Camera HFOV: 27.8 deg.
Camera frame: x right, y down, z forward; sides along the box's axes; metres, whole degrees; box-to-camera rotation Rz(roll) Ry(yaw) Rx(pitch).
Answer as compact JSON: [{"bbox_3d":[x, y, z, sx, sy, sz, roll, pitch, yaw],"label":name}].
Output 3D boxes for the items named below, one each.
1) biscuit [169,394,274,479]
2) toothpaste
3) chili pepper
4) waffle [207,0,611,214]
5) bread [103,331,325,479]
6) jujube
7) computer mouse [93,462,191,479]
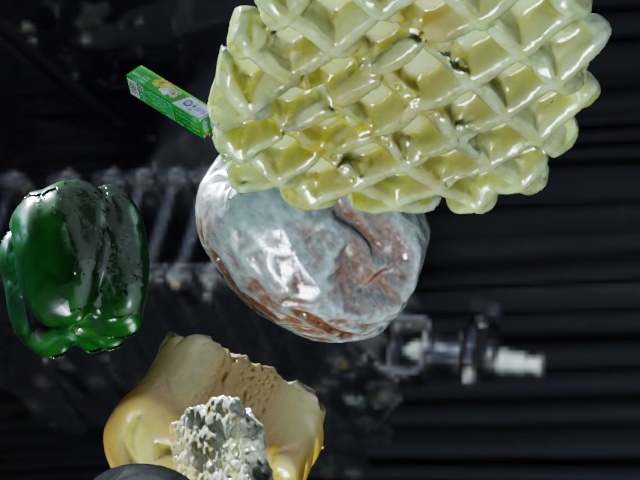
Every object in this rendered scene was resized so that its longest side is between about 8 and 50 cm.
[{"bbox_3d":[-0.114,0.271,1.549,0.040,0.265,0.188,3,-69,-33],"label":"biscuit"},{"bbox_3d":[-0.233,-0.218,2.030,0.037,0.178,0.043,-39,-36,-29],"label":"toothpaste"},{"bbox_3d":[-0.384,0.050,2.049,0.248,0.233,0.256,114,147,-52],"label":"chili pepper"},{"bbox_3d":[0.062,-0.104,0.968,0.309,0.292,0.056,101,170,-58],"label":"waffle"},{"bbox_3d":[-0.165,0.319,1.986,0.270,0.316,0.211,-65,-3,-48],"label":"bread"},{"bbox_3d":[-0.003,-0.003,1.626,0.246,0.215,0.308,-50,-62,-16],"label":"jujube"},{"bbox_3d":[-0.181,0.294,1.416,0.088,0.147,0.264,-52,6,4],"label":"computer mouse"}]
